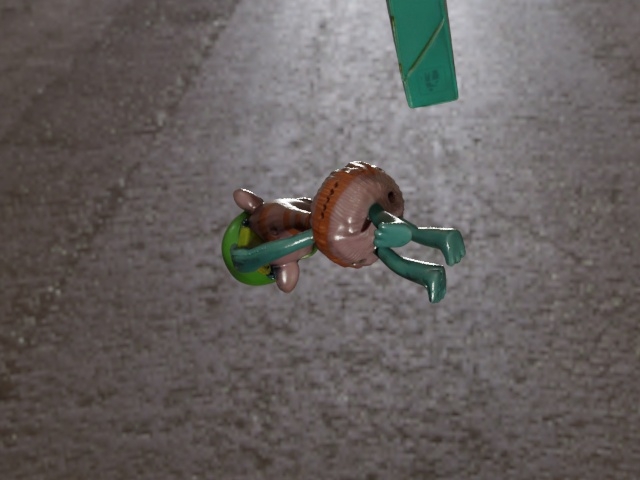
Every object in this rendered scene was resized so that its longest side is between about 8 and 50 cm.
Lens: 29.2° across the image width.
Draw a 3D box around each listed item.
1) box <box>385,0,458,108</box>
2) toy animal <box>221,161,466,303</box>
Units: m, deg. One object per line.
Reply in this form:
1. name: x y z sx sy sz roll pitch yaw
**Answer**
1. box: 0.053 -0.225 0.824 0.042 0.226 0.161 -9 33 6
2. toy animal: 0.000 0.000 0.852 0.103 0.100 0.208 -29 22 -35
